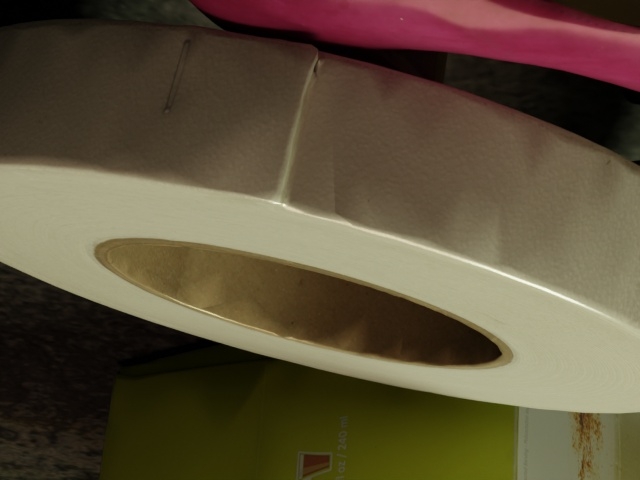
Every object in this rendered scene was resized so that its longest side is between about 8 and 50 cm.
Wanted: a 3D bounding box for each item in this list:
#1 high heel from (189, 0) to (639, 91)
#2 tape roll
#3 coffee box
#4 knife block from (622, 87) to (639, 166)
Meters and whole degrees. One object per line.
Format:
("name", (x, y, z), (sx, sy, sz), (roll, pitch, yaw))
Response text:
("high heel", (0.113, -0.130, 0.708), (0.377, 0.127, 0.181), (-11, 148, 23))
("tape roll", (0.000, 0.000, 0.922), (0.392, 0.072, 0.392), (14, 168, 3))
("coffee box", (0.071, 0.261, 1.258), (0.338, 0.338, 0.334), (-15, 148, 34))
("knife block", (0.225, -0.045, 0.822), (0.242, 0.088, 0.276), (10, 170, 14))
